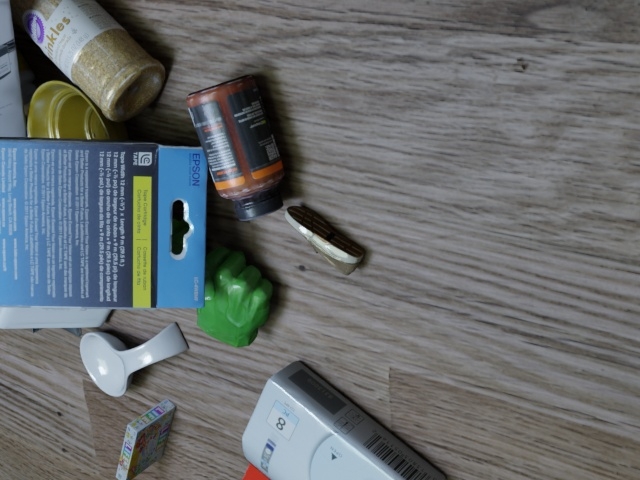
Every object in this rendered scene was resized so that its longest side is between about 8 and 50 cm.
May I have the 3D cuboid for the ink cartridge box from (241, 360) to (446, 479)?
[{"bbox_3d":[-0.010,0.435,1.445,0.308,0.091,0.385,35,120,19],"label":"ink cartridge box"}]

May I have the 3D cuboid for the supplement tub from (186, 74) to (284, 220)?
[{"bbox_3d":[-0.116,-0.131,1.278,0.106,0.106,0.198,-8,104,40],"label":"supplement tub"}]

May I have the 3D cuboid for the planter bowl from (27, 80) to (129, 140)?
[{"bbox_3d":[-0.385,-0.168,1.478,0.217,0.090,0.217,18,120,33],"label":"planter bowl"}]

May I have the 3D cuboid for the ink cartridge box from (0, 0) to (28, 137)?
[{"bbox_3d":[-0.613,-0.348,1.377,0.285,0.166,0.395,48,149,20],"label":"ink cartridge box"}]

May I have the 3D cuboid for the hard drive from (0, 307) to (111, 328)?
[{"bbox_3d":[-0.434,0.056,1.552,0.307,0.203,0.040,-53,47,40],"label":"hard drive"}]

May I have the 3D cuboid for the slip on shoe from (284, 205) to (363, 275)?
[{"bbox_3d":[0.000,0.000,1.289,0.135,0.051,0.041,33,125,12],"label":"slip on shoe"}]

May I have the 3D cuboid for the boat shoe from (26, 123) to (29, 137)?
[{"bbox_3d":[-0.566,-0.211,1.637,0.100,0.035,0.035,20,107,15],"label":"boat shoe"}]

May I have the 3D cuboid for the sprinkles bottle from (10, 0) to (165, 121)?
[{"bbox_3d":[-0.401,-0.344,1.390,0.355,0.121,0.121,44,130,12],"label":"sprinkles bottle"}]

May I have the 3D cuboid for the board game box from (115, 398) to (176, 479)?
[{"bbox_3d":[-0.334,0.384,1.686,0.026,0.103,0.154,34,128,20],"label":"board game box"}]

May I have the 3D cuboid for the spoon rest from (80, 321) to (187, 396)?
[{"bbox_3d":[-0.367,0.219,1.649,0.276,0.084,0.137,-22,96,41],"label":"spoon rest"}]

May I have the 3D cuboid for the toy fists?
[{"bbox_3d":[-0.199,0.053,1.432,0.279,0.096,0.142,29,137,18],"label":"toy fists"}]

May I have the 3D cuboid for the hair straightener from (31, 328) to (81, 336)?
[{"bbox_3d":[-0.549,0.144,1.750,0.230,0.089,0.047,17,122,31],"label":"hair straightener"}]

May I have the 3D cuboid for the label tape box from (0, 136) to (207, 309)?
[{"bbox_3d":[-0.346,-0.028,1.342,0.347,0.115,0.249,1,98,-7],"label":"label tape box"}]

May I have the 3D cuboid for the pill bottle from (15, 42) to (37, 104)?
[{"bbox_3d":[-0.546,-0.299,1.559,0.065,0.065,0.116,-32,90,42],"label":"pill bottle"}]
